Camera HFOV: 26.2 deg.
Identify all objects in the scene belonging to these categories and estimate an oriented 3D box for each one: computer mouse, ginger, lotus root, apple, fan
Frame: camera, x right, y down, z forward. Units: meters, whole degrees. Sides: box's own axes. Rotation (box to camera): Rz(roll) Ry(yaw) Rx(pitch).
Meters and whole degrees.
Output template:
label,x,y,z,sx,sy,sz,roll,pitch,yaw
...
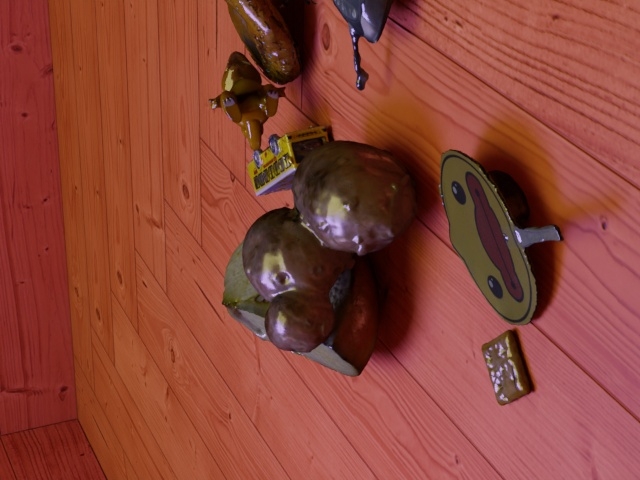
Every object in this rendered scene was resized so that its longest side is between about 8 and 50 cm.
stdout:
label,x,y,z,sx,sy,sz,roll,pitch,yaw
computer mouse,0.060,-0.372,1.791,0.167,0.090,0.379,-123,24,-55
ginger,0.000,0.000,1.891,0.304,0.155,0.244,-59,40,15
lotus root,0.213,-0.056,1.616,0.083,0.037,0.030,-123,31,-42
apple,-0.015,0.087,2.062,0.346,0.179,0.254,16,122,56
fan,0.207,-0.005,1.605,0.229,0.011,0.335,67,165,-3

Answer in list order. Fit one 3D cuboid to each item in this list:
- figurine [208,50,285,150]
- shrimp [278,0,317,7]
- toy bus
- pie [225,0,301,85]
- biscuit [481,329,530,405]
label,x,y,z,sx,sy,sz,roll,pitch,yaw
figurine,-0.115,-0.216,2.167,0.176,0.121,0.122,-108,8,-53
shrimp,-0.060,-0.407,2.094,0.073,0.075,0.190,-51,57,15
toy bus,-0.054,-0.127,2.185,0.226,0.081,0.074,155,103,-68
pie,-0.106,-0.351,2.152,0.273,0.069,0.273,58,180,0
biscuit,0.229,0.158,1.703,0.081,0.018,0.083,136,121,-65
